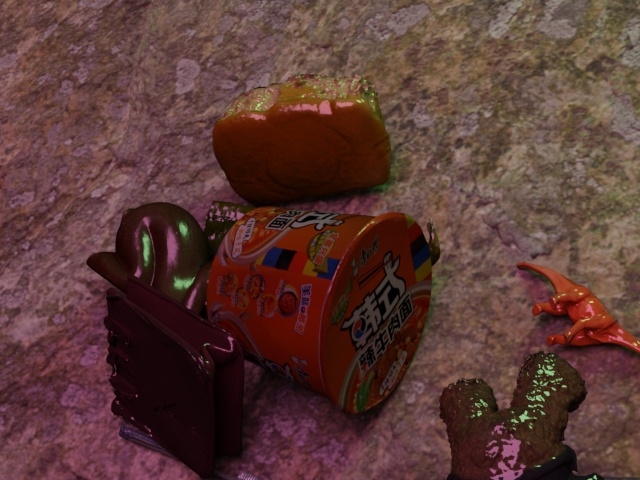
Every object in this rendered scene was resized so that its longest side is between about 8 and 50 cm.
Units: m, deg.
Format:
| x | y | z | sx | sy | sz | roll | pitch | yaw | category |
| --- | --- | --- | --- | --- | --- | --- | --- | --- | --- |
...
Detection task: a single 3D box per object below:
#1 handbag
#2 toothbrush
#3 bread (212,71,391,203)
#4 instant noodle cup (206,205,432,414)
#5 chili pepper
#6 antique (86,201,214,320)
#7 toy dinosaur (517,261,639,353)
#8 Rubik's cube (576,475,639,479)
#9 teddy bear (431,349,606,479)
| x | y | z | sx | sy | sz | roll | pitch | yaw | category |
| --- | --- | --- | --- | --- | --- | --- | --- | --- | --- |
| -0.185 | 0.169 | 1.403 | 0.216 | 0.203 | 0.074 | 28 | 40 | 35 | handbag |
| -0.168 | 0.277 | 1.437 | 0.219 | 0.016 | 0.019 | 15 | 63 | 26 | toothbrush |
| -0.024 | -0.139 | 1.566 | 0.245 | 0.174 | 0.121 | -8 | 37 | 12 | bread |
| -0.005 | 0.070 | 1.384 | 0.192 | 0.250 | 0.250 | 14 | 64 | 33 | instant noodle cup |
| 0.000 | 0.000 | 1.522 | 0.359 | 0.076 | 0.085 | 6 | 88 | 26 | chili pepper |
| -0.183 | 0.047 | 1.519 | 0.257 | 0.121 | 0.143 | 33 | 80 | 30 | antique |
| 0.326 | 0.104 | 1.358 | 0.101 | 0.055 | 0.279 | -16 | 49 | -20 | toy dinosaur |
| 0.264 | 0.380 | 1.083 | 0.260 | 0.259 | 0.254 | -2 | 57 | 16 | Rubik's cube |
| 0.166 | 0.208 | 0.996 | 0.182 | 0.129 | 0.251 | -14 | 54 | 15 | teddy bear |
